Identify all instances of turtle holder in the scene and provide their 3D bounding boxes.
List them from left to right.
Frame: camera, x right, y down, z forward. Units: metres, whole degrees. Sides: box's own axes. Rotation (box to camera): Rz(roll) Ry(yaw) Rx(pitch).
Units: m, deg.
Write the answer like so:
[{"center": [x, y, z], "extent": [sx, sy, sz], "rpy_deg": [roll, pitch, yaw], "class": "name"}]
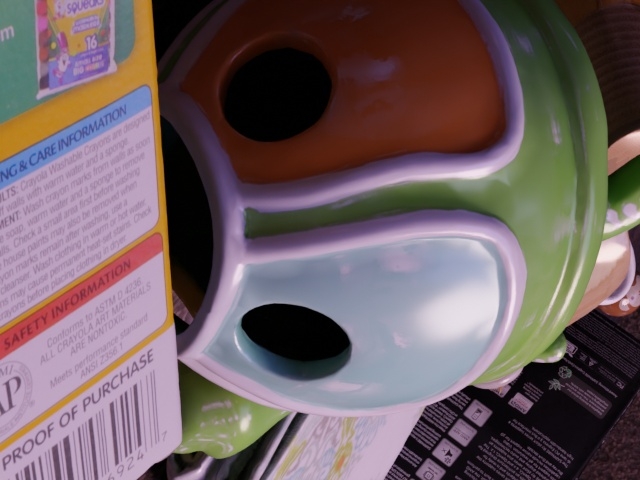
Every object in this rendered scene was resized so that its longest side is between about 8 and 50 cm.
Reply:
[{"center": [-0.003, -0.019, 0.717], "extent": [0.227, 0.243, 0.320], "rpy_deg": [-14, 175, -33], "class": "turtle holder"}]

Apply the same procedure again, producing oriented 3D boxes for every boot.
[{"center": [0.130, -0.078, 0.840], "extent": [0.104, 0.211, 0.295], "rpy_deg": [-2, 148, -16], "class": "boot"}]

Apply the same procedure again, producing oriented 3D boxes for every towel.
[{"center": [0.005, 0.139, 1.108], "extent": [0.321, 0.090, 0.374], "rpy_deg": [-55, 158, -22], "class": "towel"}]

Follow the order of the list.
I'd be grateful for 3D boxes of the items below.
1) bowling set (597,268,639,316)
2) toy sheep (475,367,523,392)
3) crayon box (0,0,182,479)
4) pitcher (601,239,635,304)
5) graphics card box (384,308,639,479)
[{"center": [0.256, -0.034, 1.326], "extent": [0.287, 0.199, 0.154], "rpy_deg": [-44, 156, -43], "class": "bowling set"}, {"center": [0.158, 0.097, 1.306], "extent": [0.091, 0.091, 0.132], "rpy_deg": [-48, 131, -25], "class": "toy sheep"}, {"center": [-0.148, -0.015, 0.456], "extent": [0.203, 0.083, 0.323], "rpy_deg": [-37, 138, -44], "class": "crayon box"}, {"center": [0.212, -0.044, 1.181], "extent": [0.177, 0.125, 0.207], "rpy_deg": [3, 91, -30], "class": "pitcher"}, {"center": [0.158, 0.194, 1.371], "extent": [0.371, 0.232, 0.094], "rpy_deg": [-48, 164, -27], "class": "graphics card box"}]
